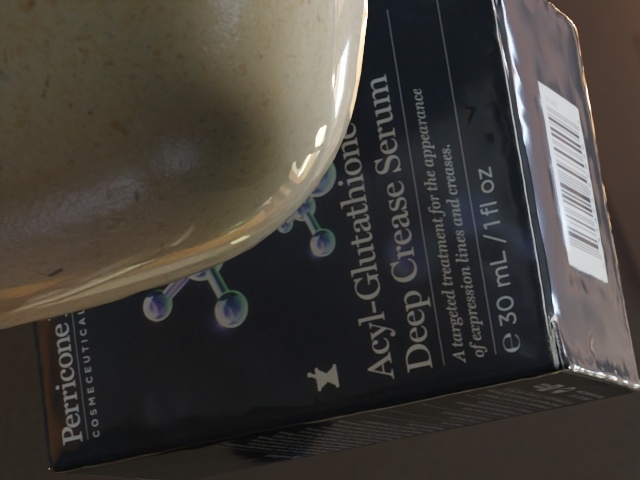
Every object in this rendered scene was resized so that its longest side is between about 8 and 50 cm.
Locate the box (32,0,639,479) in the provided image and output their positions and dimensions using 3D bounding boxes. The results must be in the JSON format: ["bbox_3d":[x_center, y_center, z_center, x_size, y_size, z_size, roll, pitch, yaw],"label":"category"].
[{"bbox_3d":[0.000,0.000,1.450,0.395,0.293,0.212,-14,-14,22],"label":"box"}]

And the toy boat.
[{"bbox_3d":[-0.117,-0.004,0.510,0.267,0.148,0.318,0,-86,11],"label":"toy boat"}]
